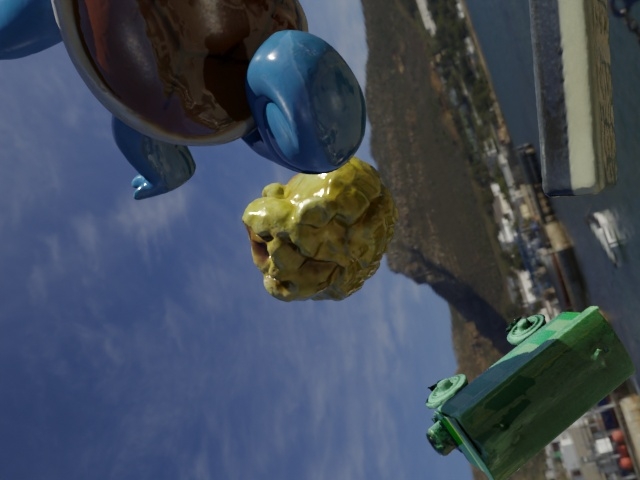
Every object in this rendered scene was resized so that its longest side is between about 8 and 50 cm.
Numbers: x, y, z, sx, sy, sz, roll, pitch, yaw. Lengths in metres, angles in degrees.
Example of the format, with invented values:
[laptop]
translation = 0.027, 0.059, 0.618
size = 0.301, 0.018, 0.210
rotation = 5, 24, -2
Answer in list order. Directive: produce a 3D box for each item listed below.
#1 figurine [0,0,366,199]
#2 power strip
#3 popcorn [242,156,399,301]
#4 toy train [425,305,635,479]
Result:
[figurine]
translation = -0.127, -0.186, 0.586
size = 0.416, 0.298, 0.243
rotation = 51, 166, 11
[power strip]
translation = 0.272, -0.176, 0.739
size = 0.105, 0.070, 0.257
rotation = -12, -83, -59
[popcorn]
translation = 0.000, 0.000, 0.924
size = 0.200, 0.226, 0.203
rotation = 53, -134, -19
[toy train]
translation = 0.291, 0.213, 1.003
size = 0.120, 0.300, 0.202
rotation = 56, 169, -2
